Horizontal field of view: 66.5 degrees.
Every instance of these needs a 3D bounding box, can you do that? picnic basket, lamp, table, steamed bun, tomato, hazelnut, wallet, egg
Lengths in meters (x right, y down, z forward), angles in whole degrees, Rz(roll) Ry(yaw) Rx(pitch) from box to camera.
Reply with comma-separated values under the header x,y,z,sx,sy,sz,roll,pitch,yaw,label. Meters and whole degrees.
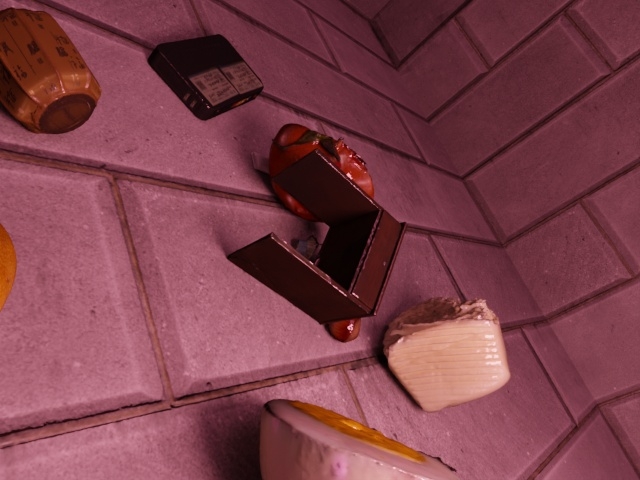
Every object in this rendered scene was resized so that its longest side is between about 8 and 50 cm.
x,y,z,sx,sy,sz,roll,pitch,yaw,label
-0.024,0.025,1.215,0.083,0.065,0.083,21,35,-17,picnic basket
-0.478,-0.285,0.828,0.185,0.161,0.161,51,30,5,lamp
0.000,0.000,1.067,0.282,0.196,0.251,39,57,-22,table
0.319,0.256,1.239,0.274,0.290,0.272,66,22,-13,steamed bun
-0.023,-0.140,1.258,0.309,0.309,0.170,45,68,-12,tomato
0.055,0.195,1.138,0.086,0.086,0.087,34,35,-28,hazelnut
-0.133,-0.201,1.338,0.122,0.025,0.061,19,37,-43,wallet
0.040,0.386,0.740,0.337,0.336,0.201,27,75,-36,egg

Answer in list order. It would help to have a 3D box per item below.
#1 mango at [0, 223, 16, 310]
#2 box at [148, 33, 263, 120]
x,y,z,sx,sy,sz,roll,pitch,yaw,label
-0.450,0.039,0.571,0.157,0.109,0.262,28,36,-29,mango
-0.299,-0.457,1.347,0.211,0.058,0.350,50,30,-8,box
